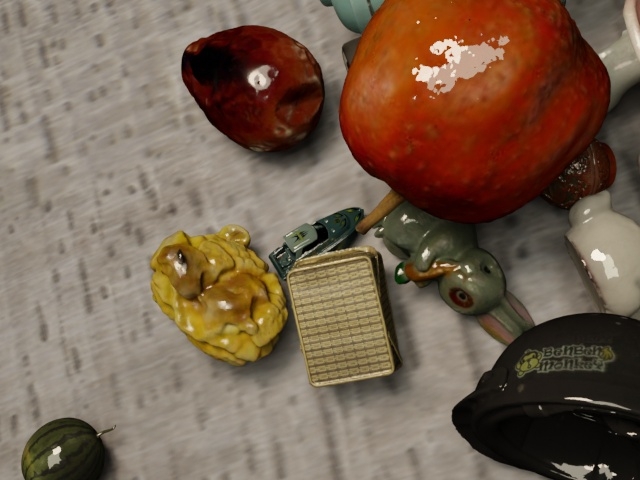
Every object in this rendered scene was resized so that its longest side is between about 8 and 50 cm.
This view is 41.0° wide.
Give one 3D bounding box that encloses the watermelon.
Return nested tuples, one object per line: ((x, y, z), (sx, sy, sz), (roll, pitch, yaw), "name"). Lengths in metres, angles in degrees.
((-0.327, 0.281, 1.126), (0.133, 0.105, 0.105), (-37, 69, -10), "watermelon")

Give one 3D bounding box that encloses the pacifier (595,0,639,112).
((0.406, -0.236, 1.000), (0.273, 0.220, 0.332), (1, 54, 17), "pacifier")

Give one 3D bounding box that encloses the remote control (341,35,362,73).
((0.081, -0.188, 1.178), (0.059, 0.028, 0.212), (-17, 72, 7), "remote control")

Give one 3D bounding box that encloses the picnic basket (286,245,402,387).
((0.030, 0.095, 1.064), (0.115, 0.079, 0.164), (-12, 93, 14), "picnic basket")

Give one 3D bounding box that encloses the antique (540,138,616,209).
((0.305, -0.087, 1.050), (0.104, 0.104, 0.104), (-4, 75, 14), "antique")

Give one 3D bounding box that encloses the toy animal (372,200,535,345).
((0.171, 0.025, 1.053), (0.236, 0.108, 0.138), (38, 87, 20), "toy animal")

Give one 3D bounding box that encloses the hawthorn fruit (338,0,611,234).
((0.145, -0.135, 0.950), (0.287, 0.287, 0.330), (42, 101, 21), "hawthorn fruit")

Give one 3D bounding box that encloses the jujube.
((-0.102, -0.212, 1.172), (0.236, 0.168, 0.168), (26, 83, 37), "jujube")

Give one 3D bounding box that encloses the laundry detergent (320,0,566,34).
((0.139, -0.411, 1.083), (0.305, 0.287, 0.287), (-7, 74, 13), "laundry detergent")

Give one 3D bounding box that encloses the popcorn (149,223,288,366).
((-0.134, 0.069, 1.114), (0.194, 0.163, 0.140), (38, 113, -9), "popcorn")

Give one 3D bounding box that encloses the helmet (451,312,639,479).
((0.293, 0.166, 0.935), (0.278, 0.230, 0.160), (-1, 55, 38), "helmet")

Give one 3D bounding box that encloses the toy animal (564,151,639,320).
((0.377, -0.004, 0.978), (0.193, 0.127, 0.179), (-34, 82, 8), "toy animal")

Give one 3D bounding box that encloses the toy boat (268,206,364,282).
((0.000, 0.000, 1.136), (0.141, 0.060, 0.055), (-34, 45, -1), "toy boat")
